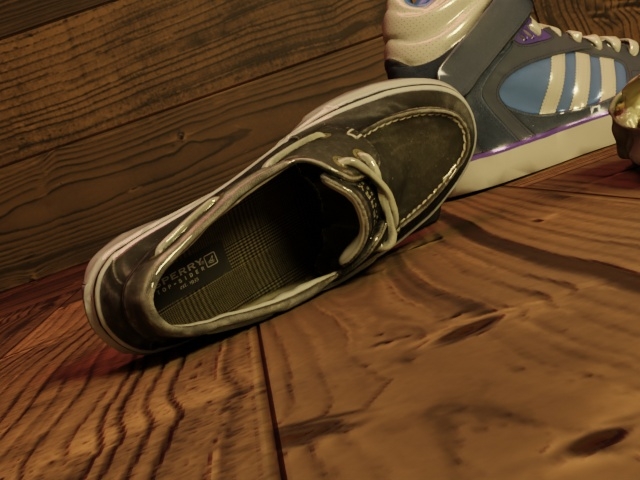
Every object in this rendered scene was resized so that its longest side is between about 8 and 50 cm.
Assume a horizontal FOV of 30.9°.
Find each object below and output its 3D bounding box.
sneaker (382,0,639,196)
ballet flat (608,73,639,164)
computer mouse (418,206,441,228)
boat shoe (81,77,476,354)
[{"bbox_3d":[0.215,-0.199,1.133,0.322,0.236,0.130,-21,6,-16],"label":"sneaker"},{"bbox_3d":[0.238,-0.084,0.799,0.072,0.068,0.213,-19,6,4],"label":"ballet flat"},{"bbox_3d":[0.000,0.000,0.940,0.242,0.041,0.071,-23,7,-32],"label":"computer mouse"},{"bbox_3d":[0.001,-0.013,0.798,0.335,0.121,0.119,-34,19,-26],"label":"boat shoe"}]
